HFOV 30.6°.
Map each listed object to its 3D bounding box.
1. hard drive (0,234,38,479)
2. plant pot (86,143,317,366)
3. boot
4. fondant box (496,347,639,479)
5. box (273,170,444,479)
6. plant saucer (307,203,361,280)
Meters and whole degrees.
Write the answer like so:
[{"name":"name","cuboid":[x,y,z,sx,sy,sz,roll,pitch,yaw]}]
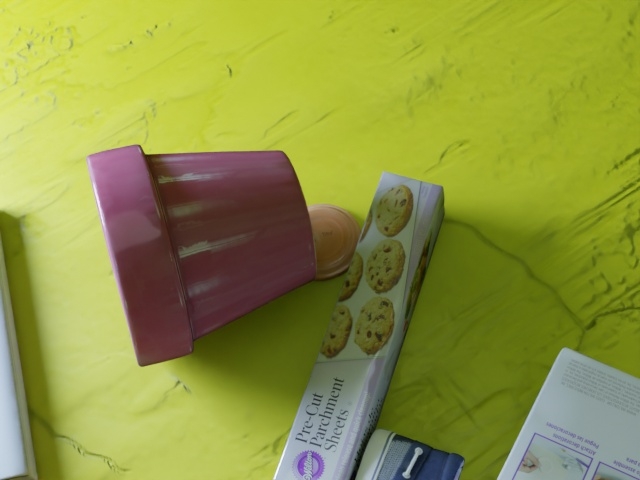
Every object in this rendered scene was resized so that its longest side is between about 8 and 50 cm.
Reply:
[{"name":"hard drive","cuboid":[-0.401,0.116,1.147,0.203,0.040,0.307,-16,63,-1]},{"name":"plant pot","cuboid":[-0.107,-0.002,1.086,0.180,0.201,0.201,-15,63,-11]},{"name":"boot","cuboid":[0.060,0.258,1.005,0.086,0.069,0.190,14,65,16]},{"name":"fondant box","cuboid":[0.237,0.272,0.920,0.238,0.096,0.330,23,53,17]},{"name":"box","cuboid":[0.042,0.090,1.091,0.067,0.063,0.324,15,67,15]},{"name":"plant saucer","cuboid":[0.000,0.000,1.167,0.084,0.013,0.083,-2,65,5]}]
